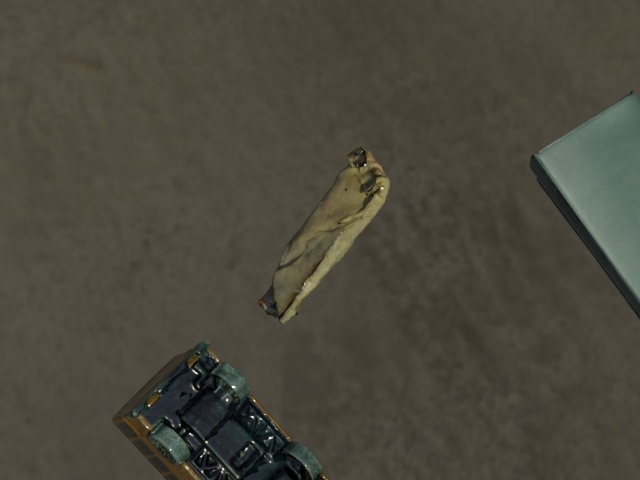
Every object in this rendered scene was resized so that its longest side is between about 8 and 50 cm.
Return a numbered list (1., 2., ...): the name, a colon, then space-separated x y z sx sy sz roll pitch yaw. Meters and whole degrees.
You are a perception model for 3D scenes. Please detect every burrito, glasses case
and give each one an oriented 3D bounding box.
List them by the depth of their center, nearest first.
1. glasses case: 0.274 0.011 1.369 0.105 0.056 0.266 -33 55 2
2. burrito: 0.001 0.001 1.511 0.042 0.171 0.051 24 20 -43

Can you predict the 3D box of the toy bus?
1. toy bus: -0.071 0.177 1.395 0.182 0.103 0.091 48 68 -7
